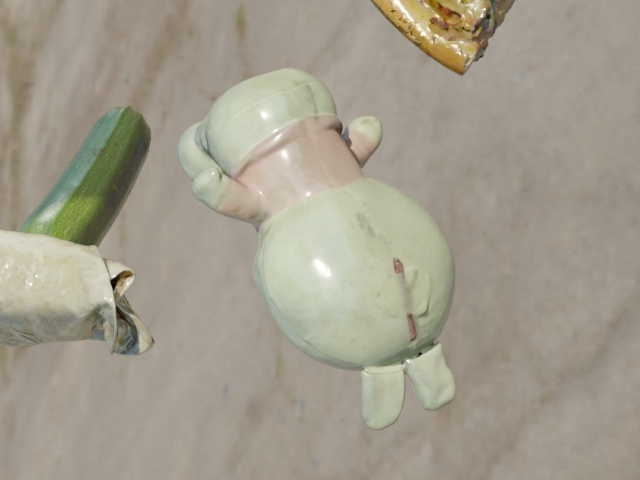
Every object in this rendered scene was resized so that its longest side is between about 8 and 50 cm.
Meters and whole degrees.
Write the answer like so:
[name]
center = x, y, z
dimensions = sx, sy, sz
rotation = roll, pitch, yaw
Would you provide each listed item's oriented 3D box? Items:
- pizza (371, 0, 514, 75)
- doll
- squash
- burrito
[pizza]
center = 0.099, -0.223, 0.938
dimensions = 0.201, 0.193, 0.053
rotation = 56, 172, 21
[doll]
center = 0.002, -0.010, 0.981
dimensions = 0.275, 0.155, 0.113
rotation = 57, 146, 24
[squash]
center = -0.203, -0.038, 1.274
dimensions = 0.229, 0.066, 0.066
rotation = -68, 4, -48
[burrito]
center = -0.224, 0.024, 0.859
dimensions = 0.059, 0.275, 0.082
rotation = -63, -29, -49
